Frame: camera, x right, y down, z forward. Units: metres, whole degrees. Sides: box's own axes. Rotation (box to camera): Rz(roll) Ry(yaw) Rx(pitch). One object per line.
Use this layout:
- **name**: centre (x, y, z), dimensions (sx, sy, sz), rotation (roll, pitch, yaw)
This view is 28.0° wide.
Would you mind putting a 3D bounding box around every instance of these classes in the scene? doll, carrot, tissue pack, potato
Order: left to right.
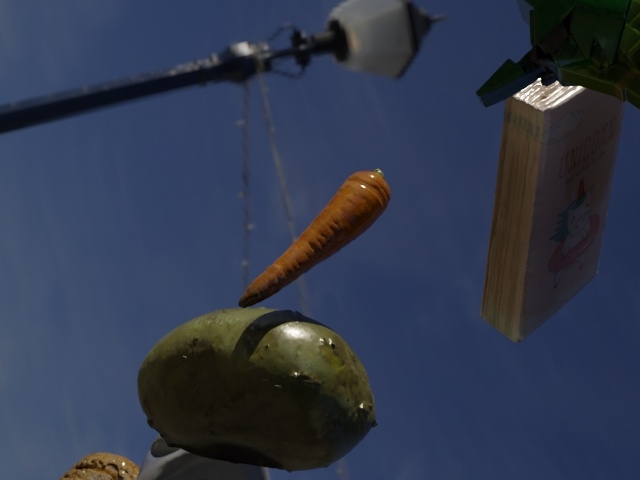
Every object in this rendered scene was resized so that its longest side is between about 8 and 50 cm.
- **potato**: centre (-0.084, 0.179, 1.544), dimensions (0.307, 0.173, 0.210), rotation (-4, -36, 28)
- **carrot**: centre (0.000, 0.000, 1.492), dimensions (0.061, 0.256, 0.061), rotation (32, -31, 22)
- **tissue pack**: centre (0.258, -0.055, 1.412), dimensions (0.071, 0.170, 0.325), rotation (33, -39, 32)
- **doll**: centre (0.231, -0.152, 1.007), dimensions (0.106, 0.186, 0.134), rotation (37, 69, -73)

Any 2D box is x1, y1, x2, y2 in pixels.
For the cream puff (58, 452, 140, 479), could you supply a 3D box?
- **cream puff**: centre (-0.347, 0.418, 1.903), dimensions (0.183, 0.169, 0.183), rotation (3, -81, 21)

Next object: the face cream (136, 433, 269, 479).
- **face cream**: centre (-0.164, 0.428, 1.733), dimensions (0.137, 0.234, 0.420), rotation (-18, -118, 55)
